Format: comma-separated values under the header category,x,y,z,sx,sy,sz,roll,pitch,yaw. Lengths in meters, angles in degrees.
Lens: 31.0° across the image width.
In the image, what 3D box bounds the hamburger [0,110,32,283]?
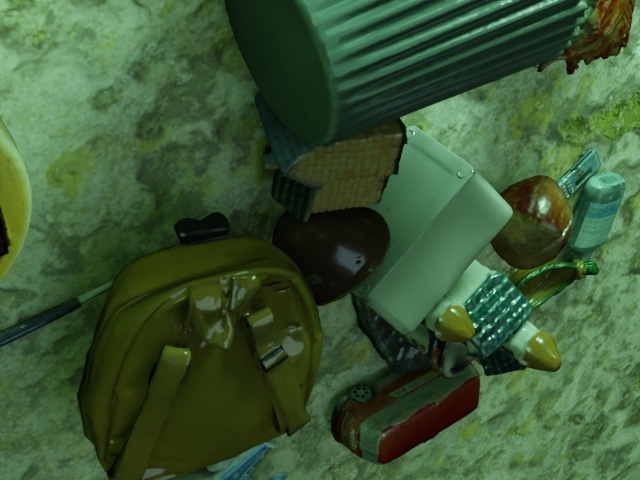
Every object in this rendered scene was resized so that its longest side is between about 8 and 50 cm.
category,x,y,z,sx,sy,sz,roll,pitch,yaw
hamburger,-0.433,-0.042,1.136,0.302,0.170,0.302,-24,131,-31

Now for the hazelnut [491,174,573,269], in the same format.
category,x,y,z,sx,sy,sz,roll,pitch,yaw
hazelnut,0.341,-0.032,1.886,0.143,0.143,0.154,-23,142,-28

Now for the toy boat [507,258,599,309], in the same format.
category,x,y,z,sx,sy,sz,roll,pitch,yaw
toy boat,0.386,0.091,2.047,0.229,0.088,0.089,-37,138,-13

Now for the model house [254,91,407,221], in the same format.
category,x,y,z,sx,sy,sz,roll,pitch,yaw
model house,-0.005,-0.125,1.484,0.172,0.166,0.183,-13,146,-16

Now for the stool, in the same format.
category,x,y,z,sx,sy,sz,roll,pitch,yaw
stool,0.087,-0.284,1.330,0.330,0.297,0.297,-28,136,-18

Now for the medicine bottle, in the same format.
category,x,y,z,sx,sy,sz,roll,pitch,yaw
medicine bottle,0.484,-0.023,2.071,0.090,0.054,0.208,-17,134,-36

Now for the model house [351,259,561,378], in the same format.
category,x,y,z,sx,sy,sz,roll,pitch,yaw
model house,0.229,0.145,1.797,0.190,0.301,0.271,-43,140,-18

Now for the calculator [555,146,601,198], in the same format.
category,x,y,z,sx,sy,sz,roll,pitch,yaw
calculator,0.420,-0.089,1.990,0.172,0.018,0.057,-44,142,-7

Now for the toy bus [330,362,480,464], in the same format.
category,x,y,z,sx,sy,sz,roll,pitch,yaw
toy bus,0.150,0.281,1.960,0.265,0.120,0.121,-25,134,-27

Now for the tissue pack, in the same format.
category,x,y,z,sx,sy,sz,roll,pitch,yaw
tissue pack,0.126,-0.016,1.673,0.246,0.159,0.136,-49,139,2

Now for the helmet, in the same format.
category,x,y,z,sx,sy,sz,roll,pitch,yaw
helmet,0.000,0.000,1.574,0.106,0.175,0.155,37,67,-40

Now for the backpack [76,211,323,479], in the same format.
category,x,y,z,sx,sy,sz,roll,pitch,yaw
backpack,-0.153,0.144,1.507,0.354,0.201,0.378,-13,137,-34

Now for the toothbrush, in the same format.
category,x,y,z,sx,sy,sz,roll,pitch,yaw
toothbrush,-0.325,0.088,1.452,0.288,0.024,0.026,-26,150,-26

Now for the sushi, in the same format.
category,x,y,z,sx,sy,sz,roll,pitch,yaw
sushi,0.389,-0.388,1.633,0.124,0.130,0.332,-7,114,-36

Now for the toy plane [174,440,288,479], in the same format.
category,x,y,z,sx,sy,sz,roll,pitch,yaw
toy plane,-0.151,0.412,1.794,0.267,0.123,0.266,-21,131,-26
